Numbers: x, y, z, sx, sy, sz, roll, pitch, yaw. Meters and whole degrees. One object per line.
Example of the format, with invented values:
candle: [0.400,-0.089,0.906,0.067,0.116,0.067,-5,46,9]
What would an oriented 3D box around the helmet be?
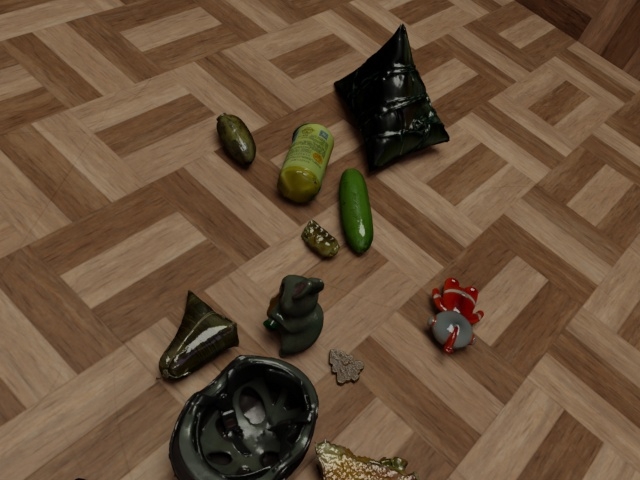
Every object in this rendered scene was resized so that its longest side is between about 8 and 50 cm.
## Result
helmet: [-0.139,0.371,1.240,0.225,0.177,0.305,34,57,19]

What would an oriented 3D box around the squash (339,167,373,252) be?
squash: [0.093,-0.092,1.778,0.082,0.082,0.292,7,49,-14]

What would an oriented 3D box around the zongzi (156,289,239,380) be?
zongzi: [-0.296,0.199,1.406,0.187,0.084,0.184,-32,52,-32]

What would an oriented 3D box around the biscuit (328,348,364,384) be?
biscuit: [0.051,0.281,1.488,0.092,0.016,0.082,42,55,19]

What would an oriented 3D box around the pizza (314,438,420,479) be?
pizza: [0.081,0.484,1.297,0.227,0.069,0.147,15,69,-2]

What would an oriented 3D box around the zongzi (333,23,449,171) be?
zongzi: [0.172,-0.416,2.036,0.319,0.362,0.383,-18,97,-33]

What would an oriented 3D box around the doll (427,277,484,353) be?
doll: [0.330,0.189,1.626,0.143,0.076,0.245,23,44,2]

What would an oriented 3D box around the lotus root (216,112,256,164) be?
lotus root: [-0.229,-0.281,1.824,0.081,0.089,0.179,-33,71,-4]

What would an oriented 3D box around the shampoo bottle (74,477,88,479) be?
shampoo bottle: [-0.350,0.504,1.136,0.234,0.049,0.087,33,47,10]

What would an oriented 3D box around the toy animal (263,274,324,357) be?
toy animal: [-0.046,0.135,1.422,0.125,0.251,0.127,30,48,12]

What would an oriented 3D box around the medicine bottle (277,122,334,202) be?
medicine bottle: [-0.040,-0.207,1.808,0.124,0.124,0.238,18,48,-3]

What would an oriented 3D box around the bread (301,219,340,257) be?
bread: [0.000,0.000,1.685,0.110,0.060,0.066,42,21,16]
